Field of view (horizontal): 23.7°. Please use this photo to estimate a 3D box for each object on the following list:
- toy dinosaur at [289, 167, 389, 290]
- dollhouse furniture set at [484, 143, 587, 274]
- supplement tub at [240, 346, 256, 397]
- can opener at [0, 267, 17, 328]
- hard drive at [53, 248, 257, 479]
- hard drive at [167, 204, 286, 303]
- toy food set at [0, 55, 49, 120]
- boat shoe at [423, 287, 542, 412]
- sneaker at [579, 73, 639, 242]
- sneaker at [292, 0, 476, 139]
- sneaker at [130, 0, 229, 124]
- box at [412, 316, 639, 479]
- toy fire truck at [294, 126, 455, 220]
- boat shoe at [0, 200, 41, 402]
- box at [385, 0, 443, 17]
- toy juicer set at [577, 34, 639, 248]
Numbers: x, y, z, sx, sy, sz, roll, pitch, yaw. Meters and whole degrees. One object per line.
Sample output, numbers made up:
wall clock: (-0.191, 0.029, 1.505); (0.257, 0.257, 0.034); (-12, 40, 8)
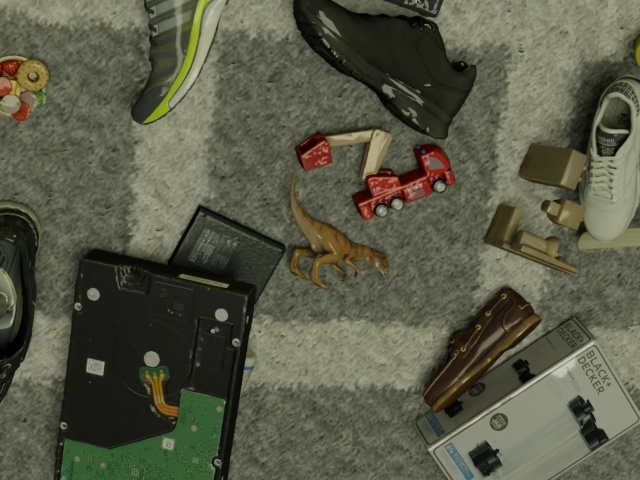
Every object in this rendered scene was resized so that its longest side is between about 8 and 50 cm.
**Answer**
toy dinosaur: (0.000, 0.000, 2.090); (0.211, 0.064, 0.112); (35, 81, -30)
dollhouse furniture set: (0.335, -0.039, 2.109); (0.123, 0.144, 0.151); (21, 89, -23)
supplement tub: (-0.138, 0.194, 2.113); (0.071, 0.071, 0.107); (19, 105, -18)
can opener: (-0.513, 0.090, 1.920); (0.284, 0.095, 0.076); (-9, 89, 19)
hard drive: (-0.225, 0.197, 2.058); (0.237, 0.064, 0.338); (11, 107, 9)
hard drive: (-0.127, 0.021, 2.080); (0.135, 0.022, 0.094); (26, 102, -19)
toy food set: (-0.390, -0.195, 1.949); (0.083, 0.020, 0.082); (9, 107, -15)
boat shoe: (0.220, 0.156, 2.184); (0.207, 0.073, 0.073); (-43, 74, 1)
sneaker: (0.388, -0.105, 2.057); (0.090, 0.095, 0.235); (11, 111, 19)
sneaker: (0.085, -0.253, 1.997); (0.286, 0.109, 0.130); (34, 93, -30)
sneaker: (-0.185, -0.290, 1.926); (0.121, 0.111, 0.300); (21, 98, -8)
box: (0.302, 0.262, 2.223); (0.290, 0.087, 0.169); (-32, 113, 0)
toy fire truck: (0.076, -0.103, 2.067); (0.192, 0.047, 0.135); (-23, 111, -4)
boat shoe: (-0.441, 0.122, 1.999); (0.127, 0.113, 0.340); (19, 104, -18)
box: (0.071, -0.391, 1.932); (0.207, 0.108, 0.153); (18, 105, -17)
toy juicer set: (0.499, -0.119, 2.111); (0.209, 0.089, 0.329); (18, 109, 14)
